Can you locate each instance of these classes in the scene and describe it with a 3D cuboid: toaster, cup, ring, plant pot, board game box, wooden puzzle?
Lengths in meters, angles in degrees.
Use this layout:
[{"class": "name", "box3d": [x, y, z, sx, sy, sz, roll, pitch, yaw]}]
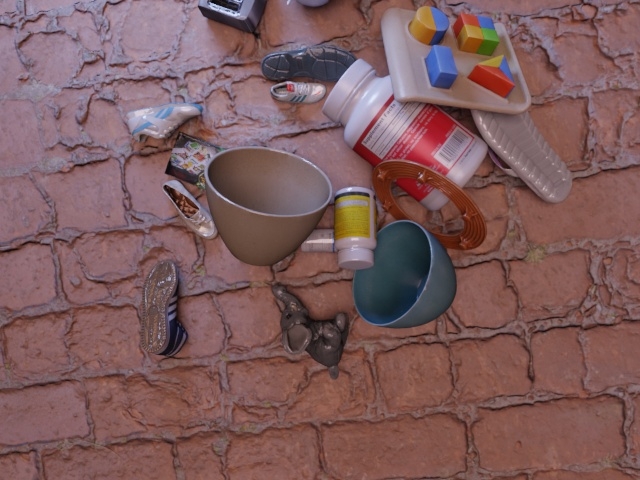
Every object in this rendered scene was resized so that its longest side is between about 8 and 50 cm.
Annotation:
[{"class": "toaster", "box3d": [-0.233, -0.684, 1.348, 0.186, 0.110, 0.168, 21, 97, 2]}, {"class": "cup", "box3d": [-0.153, -0.071, 1.319, 0.331, 0.331, 0.236, 17, 127, 3]}, {"class": "ring", "box3d": [0.268, -0.079, 1.259, 0.337, 0.336, 0.032, 39, 72, 0]}, {"class": "plant pot", "box3d": [0.254, 0.115, 1.323, 0.195, 0.290, 0.290, 24, 98, -31]}, {"class": "board game box", "box3d": [-0.317, -0.212, 1.438, 0.260, 0.030, 0.136, 22, 94, 2]}, {"class": "wooden puzzle", "box3d": [0.343, -0.472, 1.226, 0.348, 0.080, 0.322, 1, 62, -11]}]

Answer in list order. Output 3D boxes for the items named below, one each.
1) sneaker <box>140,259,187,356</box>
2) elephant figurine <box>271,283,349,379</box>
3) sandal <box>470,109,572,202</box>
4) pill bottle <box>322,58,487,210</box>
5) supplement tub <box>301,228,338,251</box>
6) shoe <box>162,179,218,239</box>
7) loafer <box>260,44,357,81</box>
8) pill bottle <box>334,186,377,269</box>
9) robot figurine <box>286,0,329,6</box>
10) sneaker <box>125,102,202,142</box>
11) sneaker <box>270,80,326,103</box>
[{"class": "sneaker", "box3d": [-0.461, 0.211, 1.462, 0.099, 0.153, 0.282, -4, 64, 7]}, {"class": "elephant figurine", "box3d": [-0.046, 0.260, 1.414, 0.240, 0.186, 0.169, 10, 139, 14]}, {"class": "sandal", "box3d": [0.520, -0.254, 1.325, 0.416, 0.102, 0.169, 49, 66, -11]}, {"class": "pill bottle", "box3d": [0.214, -0.284, 1.290, 0.408, 0.229, 0.229, 39, 97, 1]}, {"class": "supplement tub", "box3d": [0.000, 0.000, 1.411, 0.107, 0.071, 0.070, 0, 95, 5]}, {"class": "shoe", "box3d": [-0.388, -0.088, 1.438, 0.076, 0.058, 0.219, -40, 91, 7]}, {"class": "loafer", "box3d": [-0.030, -0.501, 1.365, 0.268, 0.084, 0.096, 0, 119, 1]}, {"class": "pill bottle", "box3d": [0.096, -0.032, 1.344, 0.119, 0.119, 0.208, -1, 72, 4]}, {"class": "robot figurine", "box3d": [0.023, -0.764, 1.276, 0.353, 0.200, 0.300, -37, 51, 6]}, {"class": "sneaker", "box3d": [-0.445, -0.346, 1.413, 0.229, 0.087, 0.092, -9, 101, 12]}, {"class": "sneaker", "box3d": [-0.065, -0.420, 1.376, 0.161, 0.075, 0.057, 0, 95, 5]}]
